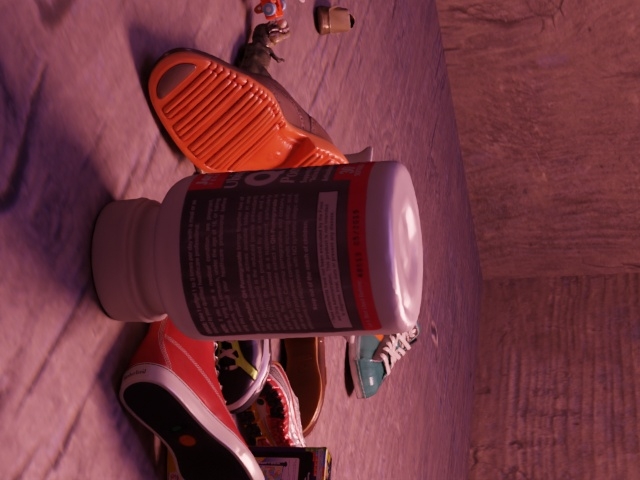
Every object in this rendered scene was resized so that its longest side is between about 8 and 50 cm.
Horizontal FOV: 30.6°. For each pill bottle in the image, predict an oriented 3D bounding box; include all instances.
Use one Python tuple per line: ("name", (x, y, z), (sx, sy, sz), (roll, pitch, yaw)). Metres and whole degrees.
("pill bottle", (-0.064, 0.014, 1.206), (0.176, 0.318, 0.176), (-3, 90, -76))

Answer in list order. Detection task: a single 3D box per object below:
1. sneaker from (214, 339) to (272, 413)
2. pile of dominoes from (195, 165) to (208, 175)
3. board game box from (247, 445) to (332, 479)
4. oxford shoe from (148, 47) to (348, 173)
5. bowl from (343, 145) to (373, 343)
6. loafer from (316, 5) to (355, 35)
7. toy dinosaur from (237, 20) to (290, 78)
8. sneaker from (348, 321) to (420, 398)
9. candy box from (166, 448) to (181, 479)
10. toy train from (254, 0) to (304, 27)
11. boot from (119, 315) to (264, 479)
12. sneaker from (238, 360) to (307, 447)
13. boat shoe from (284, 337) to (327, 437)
("sneaker", (-0.114, 0.100, 1.490), (0.097, 0.084, 0.234), (30, 62, -43))
("pile of dominoes", (-0.119, -0.025, 1.551), (0.196, 0.040, 0.251), (60, 29, -59))
("board game box", (-0.062, 0.347, 1.479), (0.048, 0.141, 0.170), (71, 21, -58))
("oxford shoe", (-0.104, -0.159, 1.488), (0.364, 0.130, 0.132), (35, 23, -53))
("bowl", (0.000, 0.000, 1.748), (0.298, 0.134, 0.298), (6, 90, -88))
("loafer", (0.029, -0.411, 2.171), (0.148, 0.050, 0.056), (-47, 132, -70))
("toy dinosaur", (-0.087, -0.219, 1.678), (0.118, 0.064, 0.268), (60, 27, -26))
("sneaker", (0.130, 0.186, 2.279), (0.302, 0.121, 0.108), (-75, 156, -50))
("candy box", (-0.151, 0.333, 1.373), (0.105, 0.027, 0.206), (29, 59, -70))
("toy train", (-0.075, -0.386, 1.762), (0.166, 0.046, 0.125), (-53, 127, -64))
("boot", (-0.126, 0.177, 1.335), (0.244, 0.088, 0.176), (59, 25, -31))
("sneaker", (-0.053, 0.269, 1.640), (0.093, 0.088, 0.225), (-67, 150, -62))
("boat shoe", (-0.022, 0.212, 1.798), (0.073, 0.073, 0.207), (62, 29, -53))
